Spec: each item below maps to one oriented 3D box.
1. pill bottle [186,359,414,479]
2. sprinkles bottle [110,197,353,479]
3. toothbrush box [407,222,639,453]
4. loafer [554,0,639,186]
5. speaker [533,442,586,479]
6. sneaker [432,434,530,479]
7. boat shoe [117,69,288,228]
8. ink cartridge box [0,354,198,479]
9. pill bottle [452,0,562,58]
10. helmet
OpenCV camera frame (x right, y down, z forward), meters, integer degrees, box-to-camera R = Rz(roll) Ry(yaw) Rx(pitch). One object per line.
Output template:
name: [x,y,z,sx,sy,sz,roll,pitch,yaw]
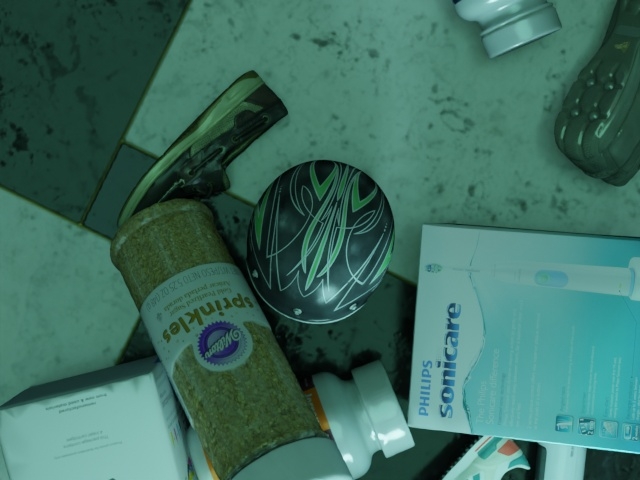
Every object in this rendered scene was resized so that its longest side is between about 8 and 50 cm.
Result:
pill bottle: [-0.020,0.212,1.457,0.221,0.121,0.121,-22,92,0]
sprinkles bottle: [-0.096,0.125,1.377,0.121,0.121,0.355,-30,62,0]
toothbrush box: [0.250,0.097,1.419,0.296,0.126,0.216,4,91,15]
loafer: [0.367,-0.208,1.470,0.111,0.112,0.319,33,90,-37]
speaker: [0.259,0.279,1.496,0.055,0.055,0.136,6,92,-1]
sneaker: [0.160,0.278,1.493,0.075,0.057,0.161,43,88,4]
boat shoe: [-0.125,-0.082,1.467,0.073,0.080,0.223,41,86,3]
ink cartridge box: [-0.217,0.257,1.429,0.168,0.171,0.232,-14,92,0]
pill bottle: [0.182,-0.295,1.451,0.112,0.112,0.186,-23,92,0]
helmet: [0.000,0.000,1.430,0.169,0.161,0.169,0,92,-1]
